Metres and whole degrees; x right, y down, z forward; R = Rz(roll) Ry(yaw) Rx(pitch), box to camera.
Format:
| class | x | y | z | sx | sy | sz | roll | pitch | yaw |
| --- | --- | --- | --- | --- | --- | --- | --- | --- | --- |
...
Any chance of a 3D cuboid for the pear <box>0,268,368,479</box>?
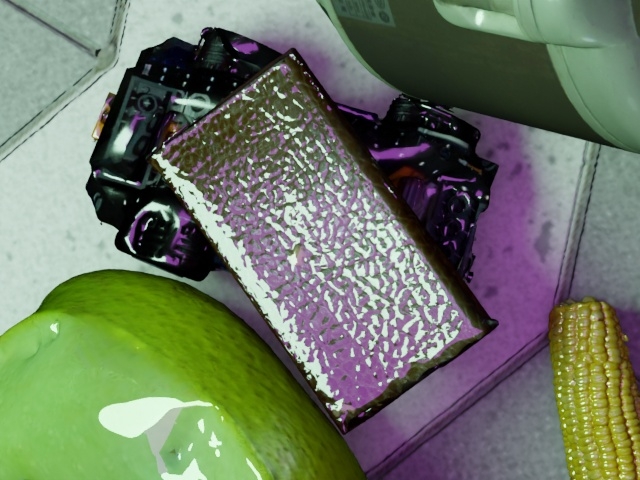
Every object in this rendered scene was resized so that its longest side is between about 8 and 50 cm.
| class | x | y | z | sx | sy | sz | roll | pitch | yaw |
| --- | --- | --- | --- | --- | --- | --- | --- | --- | --- |
| pear | -0.127 | 0.176 | 1.356 | 0.342 | 0.238 | 0.318 | -26 | 74 | 27 |

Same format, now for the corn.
| class | x | y | z | sx | sy | sz | roll | pitch | yaw |
| --- | --- | --- | --- | --- | --- | --- | --- | --- | --- |
| corn | 0.210 | 0.142 | 1.390 | 0.067 | 0.067 | 0.206 | -11 | 87 | 7 |

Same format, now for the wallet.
| class | x | y | z | sx | sy | sz | roll | pitch | yaw |
| --- | --- | --- | --- | --- | --- | --- | --- | --- | --- |
| wallet | 0.000 | 0.000 | 1.313 | 0.133 | 0.039 | 0.243 | -37 | 82 | 7 |

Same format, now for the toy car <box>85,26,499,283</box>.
| class | x | y | z | sx | sy | sz | roll | pitch | yaw |
| --- | --- | --- | --- | --- | --- | --- | --- | --- | --- |
| toy car | -0.024 | -0.042 | 1.394 | 0.301 | 0.118 | 0.193 | 21 | 89 | 7 |

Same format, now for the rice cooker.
| class | x | y | z | sx | sy | sz | roll | pitch | yaw |
| --- | --- | --- | --- | --- | --- | --- | --- | --- | --- |
| rice cooker | 0.184 | -0.222 | 1.220 | 0.325 | 0.335 | 0.335 | 20 | 93 | 44 |
